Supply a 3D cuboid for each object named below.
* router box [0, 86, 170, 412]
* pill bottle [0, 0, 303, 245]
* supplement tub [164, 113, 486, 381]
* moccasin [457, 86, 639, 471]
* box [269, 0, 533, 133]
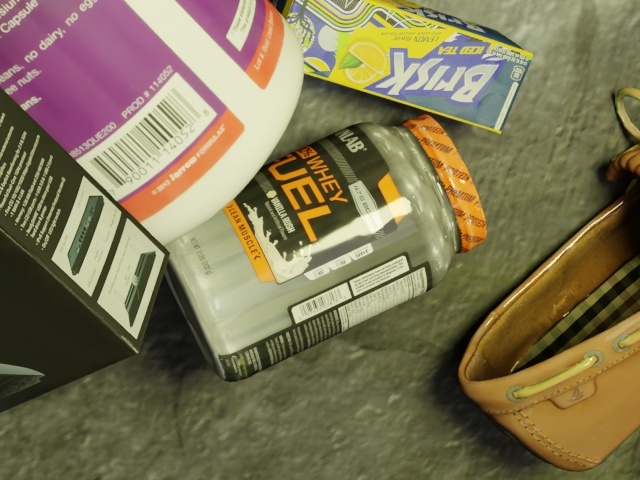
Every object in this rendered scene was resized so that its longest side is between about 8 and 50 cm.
[{"bbox_3d":[-0.277,0.010,1.041,0.309,0.081,0.243,-24,125,32],"label":"router box"},{"bbox_3d":[-0.169,-0.149,1.047,0.181,0.181,0.323,-44,118,1],"label":"pill bottle"},{"bbox_3d":[0.000,0.000,1.206,0.190,0.117,0.117,-26,118,-9],"label":"supplement tub"},{"bbox_3d":[0.244,-0.017,1.288,0.380,0.139,0.147,-42,128,11],"label":"moccasin"},{"bbox_3d":[0.044,-0.121,1.208,0.169,0.054,0.059,15,106,-25],"label":"box"}]
